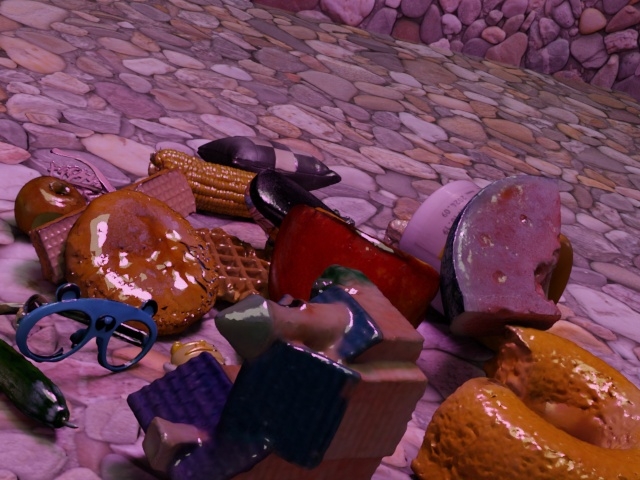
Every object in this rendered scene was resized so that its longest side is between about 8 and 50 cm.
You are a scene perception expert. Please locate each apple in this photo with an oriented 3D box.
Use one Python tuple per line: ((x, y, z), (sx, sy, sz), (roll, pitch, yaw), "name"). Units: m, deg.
((-0.439, -0.049, 1.895), (0.114, 0.102, 0.099), (16, 35, -28), "apple")

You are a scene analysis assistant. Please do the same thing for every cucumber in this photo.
((-0.385, 0.178, 1.492), (0.250, 0.056, 0.056), (34, 27, 32), "cucumber")

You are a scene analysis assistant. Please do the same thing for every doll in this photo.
((-0.152, 0.195, 1.622), (0.106, 0.062, 0.162), (-3, 33, -33), "doll")

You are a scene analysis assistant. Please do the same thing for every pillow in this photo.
((-0.104, -0.149, 2.354), (0.249, 0.106, 0.186), (9, 6, -30), "pillow")

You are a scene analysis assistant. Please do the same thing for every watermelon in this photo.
((0.301, 0.042, 1.879), (0.226, 0.148, 0.318), (38, 59, 5), "watermelon")

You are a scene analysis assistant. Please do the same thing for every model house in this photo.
((-0.071, 0.187, 1.396), (0.280, 0.312, 0.245), (5, 30, -34), "model house")

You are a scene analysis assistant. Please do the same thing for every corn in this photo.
((-0.188, -0.099, 2.206), (0.291, 0.101, 0.101), (13, 24, -23), "corn")

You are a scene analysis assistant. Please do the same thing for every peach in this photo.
((0.034, 0.063, 1.834), (0.274, 0.249, 0.245), (39, 66, 18), "peach")

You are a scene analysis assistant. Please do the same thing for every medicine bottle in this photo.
((0.290, 0.041, 2.084), (0.232, 0.238, 0.238), (36, 28, 34), "medicine bottle")

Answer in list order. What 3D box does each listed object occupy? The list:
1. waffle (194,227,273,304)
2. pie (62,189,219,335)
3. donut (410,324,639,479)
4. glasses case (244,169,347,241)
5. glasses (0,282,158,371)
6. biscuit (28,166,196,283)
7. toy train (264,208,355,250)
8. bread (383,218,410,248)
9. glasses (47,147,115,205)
((-0.154, 0.042, 1.967), (0.253, 0.056, 0.249), (31, 25, 27), "waffle")
((-0.269, 0.032, 1.790), (0.273, 0.069, 0.273), (19, 49, -23), "pie")
((0.361, 0.291, 1.686), (0.377, 0.163, 0.435), (26, 23, 11), "donut")
((0.000, 0.000, 2.035), (0.321, 0.082, 0.122), (40, 28, -14), "glasses case")
((-0.354, 0.123, 1.597), (0.207, 0.102, 0.239), (-5, -13, 38), "glasses")
((-0.329, -0.030, 1.892), (0.054, 0.094, 0.378), (-14, 12, 34), "biscuit")
((-0.020, -0.004, 2.151), (0.202, 0.081, 0.060), (-14, 39, -42), "toy train")
((0.165, 0.006, 2.264), (0.070, 0.083, 0.076), (-9, 36, -43), "bread")
((-0.385, -0.090, 2.034), (0.255, 0.095, 0.162), (31, 21, 19), "glasses")
